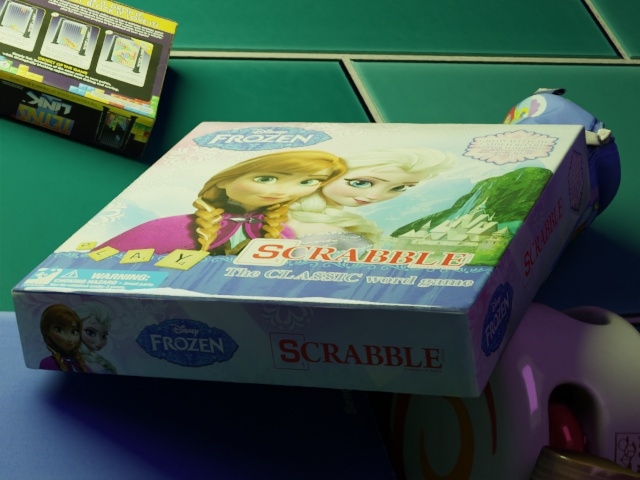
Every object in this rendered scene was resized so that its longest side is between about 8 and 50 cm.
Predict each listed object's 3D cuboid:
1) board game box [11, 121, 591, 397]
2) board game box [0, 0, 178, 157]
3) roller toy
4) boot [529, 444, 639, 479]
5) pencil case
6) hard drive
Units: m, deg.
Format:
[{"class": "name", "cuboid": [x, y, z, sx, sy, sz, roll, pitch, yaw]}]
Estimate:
[{"class": "board game box", "cuboid": [0.000, 0.000, 1.267, 0.318, 0.066, 0.318, 2, 24, 20]}, {"class": "board game box", "cuboid": [-0.213, -0.151, 1.488, 0.170, 0.048, 0.141, 18, 39, -9]}, {"class": "roller toy", "cuboid": [0.150, 0.140, 1.257, 0.146, 0.191, 0.209, 4, 45, -25]}, {"class": "boot", "cuboid": [0.228, 0.266, 1.154, 0.283, 0.220, 0.109, 15, 3, -24]}, {"class": "pencil case", "cuboid": [0.148, -0.010, 1.463, 0.119, 0.133, 0.306, 49, 43, -4]}, {"class": "hard drive", "cuboid": [-0.108, 0.139, 1.241, 0.318, 0.040, 0.210, 3, 45, -24]}]
